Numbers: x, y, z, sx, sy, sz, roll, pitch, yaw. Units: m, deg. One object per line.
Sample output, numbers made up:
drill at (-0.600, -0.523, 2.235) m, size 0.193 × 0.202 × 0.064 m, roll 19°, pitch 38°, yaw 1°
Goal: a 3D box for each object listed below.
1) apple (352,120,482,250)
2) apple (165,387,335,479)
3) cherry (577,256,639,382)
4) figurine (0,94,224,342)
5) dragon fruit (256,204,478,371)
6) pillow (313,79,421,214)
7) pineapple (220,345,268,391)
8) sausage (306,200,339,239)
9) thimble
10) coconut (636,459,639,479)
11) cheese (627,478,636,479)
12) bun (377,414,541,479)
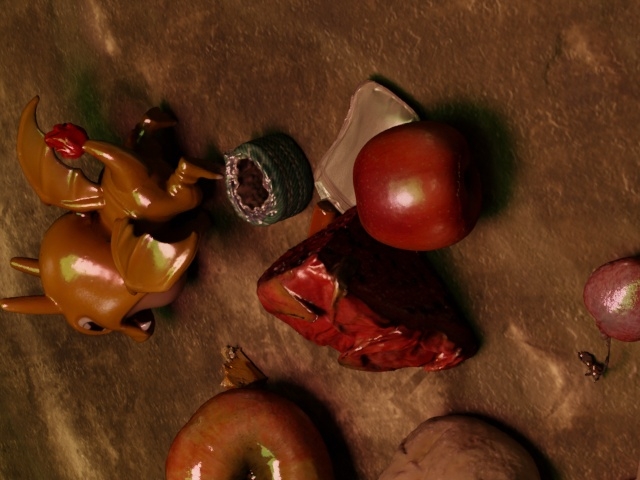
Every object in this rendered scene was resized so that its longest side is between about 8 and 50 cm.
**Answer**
apple at (0.131, -0.074, 1.657) m, size 0.168 × 0.181 × 0.181 m, roll -3°, pitch 108°, yaw 16°
apple at (-0.116, 0.397, 2.037) m, size 0.250 × 0.277 × 0.309 m, roll 152°, pitch 112°, yaw -85°
cherry at (0.374, 0.099, 1.584) m, size 0.107 × 0.090 × 0.225 m, roll 39°, pitch 140°, yaw 8°
figurine at (-0.361, -0.033, 2.071) m, size 0.401 × 0.268 × 0.387 m, roll 37°, pitch 116°, yaw 11°
dragon fruit at (0.090, 0.078, 1.765) m, size 0.330 × 0.302 × 0.240 m, roll 30°, pitch 96°, yaw -2°
pillow at (0.066, -0.125, 1.796) m, size 0.130 × 0.038 × 0.233 m, roll 45°, pitch 132°, yaw 21°
pineapple at (-0.140, 0.228, 2.134) m, size 0.077 × 0.114 × 0.114 m, roll -30°, pitch 67°, yaw 10°
sausage at (0.000, 0.000, 1.912) m, size 0.041 × 0.039 × 0.131 m, roll 26°, pitch 126°, yaw 23°
thimble at (-0.083, -0.094, 1.911) m, size 0.118 × 0.090 × 0.135 m, roll -10°, pitch 99°, yaw 42°
coconut at (0.519, 0.283, 1.367) m, size 0.352 × 0.352 × 0.353 m, roll 19°, pitch 120°, yaw 36°
cheese at (0.416, 0.493, 1.664) m, size 0.292 × 0.153 × 0.332 m, roll 0°, pitch 107°, yaw 42°
bun at (0.196, 0.401, 1.790) m, size 0.281 × 0.204 × 0.282 m, roll 17°, pitch 118°, yaw 35°
